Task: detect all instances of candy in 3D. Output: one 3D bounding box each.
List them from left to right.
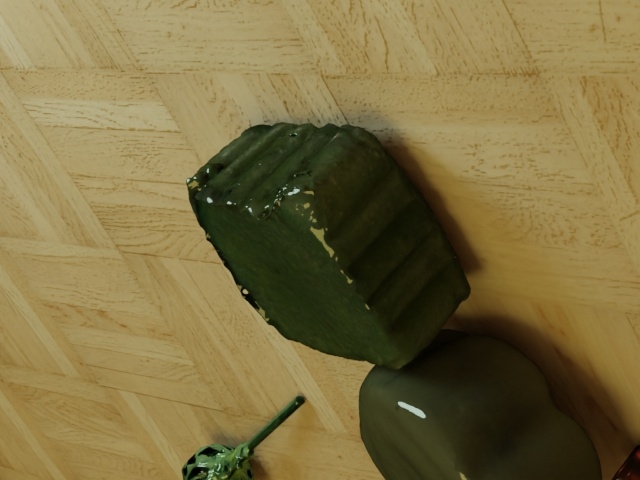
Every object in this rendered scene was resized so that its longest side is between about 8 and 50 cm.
[{"bbox_3d":[-0.077,0.244,2.236,0.091,0.083,0.305,44,144,0],"label":"candy"}]

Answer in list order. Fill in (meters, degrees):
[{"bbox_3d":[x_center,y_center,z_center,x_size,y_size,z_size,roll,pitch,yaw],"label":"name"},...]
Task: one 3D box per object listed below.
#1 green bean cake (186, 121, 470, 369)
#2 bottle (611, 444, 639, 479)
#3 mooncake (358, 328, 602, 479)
[{"bbox_3d":[0.000,0.000,1.737,0.227,0.125,0.222,1,134,53],"label":"green bean cake"},{"bbox_3d":[0.335,0.253,1.738,0.164,0.060,0.060,36,151,10],"label":"bottle"},{"bbox_3d":[0.149,0.204,1.788,0.275,0.135,0.275,48,161,23],"label":"mooncake"}]
